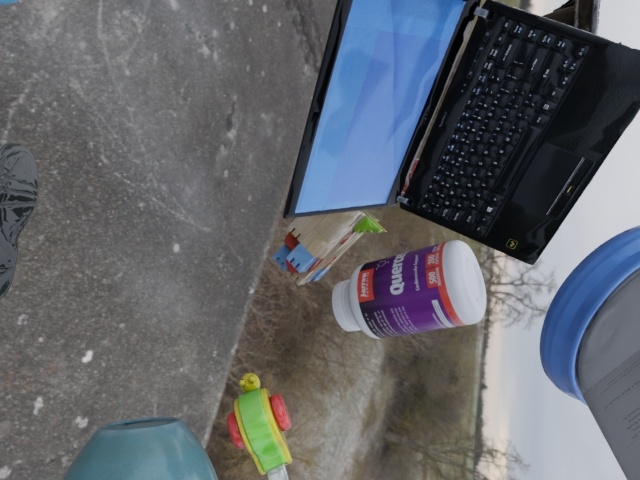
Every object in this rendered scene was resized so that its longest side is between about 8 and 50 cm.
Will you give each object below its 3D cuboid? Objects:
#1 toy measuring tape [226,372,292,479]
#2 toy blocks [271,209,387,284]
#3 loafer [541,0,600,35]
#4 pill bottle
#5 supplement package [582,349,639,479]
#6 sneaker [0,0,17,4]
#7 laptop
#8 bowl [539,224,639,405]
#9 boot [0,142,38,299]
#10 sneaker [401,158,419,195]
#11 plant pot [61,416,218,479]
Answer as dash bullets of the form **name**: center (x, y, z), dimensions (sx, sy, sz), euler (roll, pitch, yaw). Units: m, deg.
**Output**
- **toy measuring tape**: center (-0.093, 0.381, 0.834), dimensions (0.121, 0.121, 0.330), euler (68, -3, -53)
- **toy blocks**: center (0.000, 0.000, 1.177), dimensions (0.261, 0.191, 0.381), euler (-46, 169, 9)
- **loafer**: center (0.374, -0.328, 0.753), dimensions (0.220, 0.078, 0.080), euler (-20, 113, -83)
- **pill bottle**: center (0.192, 0.120, 1.059), dimensions (0.181, 0.322, 0.182), euler (32, 50, -47)
- **supplement package**: center (0.365, 0.197, 0.340), dimensions (0.177, 0.175, 0.293), euler (-50, 180, 21)
- **sneaker**: center (-0.389, -0.367, 0.388), dimensions (0.125, 0.139, 0.341), euler (34, -30, 59)
- **laptop**: center (0.132, -0.089, 0.440), dimensions (0.136, 0.264, 0.234), euler (-51, 163, -53)
- **bowl**: center (0.608, 0.158, 0.887), dimensions (0.077, 0.390, 0.392), euler (-125, -153, -62)
- **boot**: center (-0.526, -0.038, 0.690), dimensions (0.085, 0.178, 0.237), euler (15, 88, -71)
- **sneaker**: center (0.222, -0.116, 0.897), dimensions (0.093, 0.225, 0.088), euler (-96, -172, -73)
- **plant pot**: center (-0.304, 0.409, 0.785), dimensions (0.290, 0.290, 0.196), euler (34, 52, -70)
